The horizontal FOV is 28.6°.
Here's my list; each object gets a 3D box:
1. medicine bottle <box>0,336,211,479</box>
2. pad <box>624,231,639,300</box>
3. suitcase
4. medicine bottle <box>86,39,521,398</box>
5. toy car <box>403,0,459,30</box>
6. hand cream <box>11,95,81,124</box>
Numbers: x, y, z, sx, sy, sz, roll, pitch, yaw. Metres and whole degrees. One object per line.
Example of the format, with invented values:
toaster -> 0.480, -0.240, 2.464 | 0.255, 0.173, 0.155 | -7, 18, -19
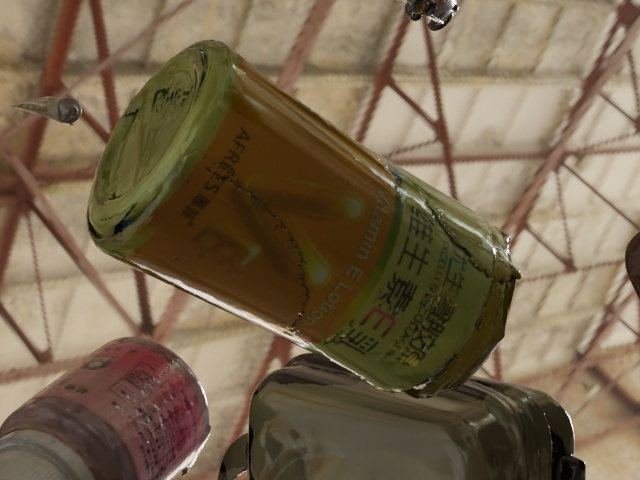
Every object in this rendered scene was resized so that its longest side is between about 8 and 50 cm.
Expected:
medicine bottle -> -0.209, 0.191, 1.109 | 0.247, 0.147, 0.147 | -39, -20, -58
pad -> 0.401, 0.074, 0.969 | 0.284, 0.287, 0.018 | -32, -12, 40
suitcase -> 0.039, 0.273, 1.071 | 0.194, 0.339, 0.352 | -7, -78, -47
medicine bottle -> 0.000, 0.000, 0.686 | 0.238, 0.124, 0.124 | 29, -72, -26
toy car -> 0.123, -0.303, 1.364 | 0.112, 0.112, 0.139 | -45, -25, 17
hand cream -> -0.367, -0.182, 1.701 | 0.057, 0.165, 0.037 | -20, -69, -29
